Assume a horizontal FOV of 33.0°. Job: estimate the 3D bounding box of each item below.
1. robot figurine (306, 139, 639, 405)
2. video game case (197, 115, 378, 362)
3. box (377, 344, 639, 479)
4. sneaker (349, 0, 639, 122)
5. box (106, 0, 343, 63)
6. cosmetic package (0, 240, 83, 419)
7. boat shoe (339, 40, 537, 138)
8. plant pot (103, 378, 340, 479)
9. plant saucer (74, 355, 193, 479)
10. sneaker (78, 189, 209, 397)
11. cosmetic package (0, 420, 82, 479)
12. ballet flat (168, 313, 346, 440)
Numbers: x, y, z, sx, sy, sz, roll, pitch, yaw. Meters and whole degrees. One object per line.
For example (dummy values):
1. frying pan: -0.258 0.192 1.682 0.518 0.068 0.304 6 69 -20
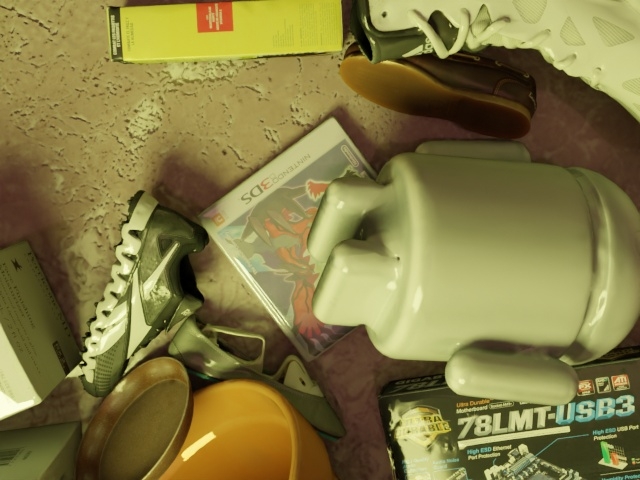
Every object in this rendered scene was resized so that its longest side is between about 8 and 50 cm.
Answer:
1. robot figurine: 0.169 0.020 1.057 0.354 0.199 0.299 4 59 -12
2. video game case: 0.000 0.000 1.158 0.183 0.023 0.201 -36 96 4
3. box: 0.231 0.274 1.134 0.296 0.073 0.293 -11 93 13
4. sneaker: 0.184 -0.205 1.053 0.257 0.169 0.447 -39 92 1
5. box: -0.094 -0.213 1.100 0.232 0.087 0.058 -2 97 1
6. cosmetic package: -0.356 0.104 1.091 0.152 0.183 0.151 -23 97 3
7. boat shoe: 0.124 -0.167 1.119 0.207 0.073 0.073 18 59 -5
8. plant pot: -0.074 0.312 1.076 0.291 0.291 0.203 -43 122 5
9. plant saucer: -0.186 0.198 1.109 0.168 0.168 0.029 -47 122 5
10. sneaker: -0.180 0.071 1.126 0.106 0.078 0.234 20 106 -2
11. cosmetic package: -0.318 0.330 1.099 0.138 0.224 0.224 -7 97 1
12. ballet flat: -0.058 0.142 1.153 0.213 0.072 0.068 26 91 -3
